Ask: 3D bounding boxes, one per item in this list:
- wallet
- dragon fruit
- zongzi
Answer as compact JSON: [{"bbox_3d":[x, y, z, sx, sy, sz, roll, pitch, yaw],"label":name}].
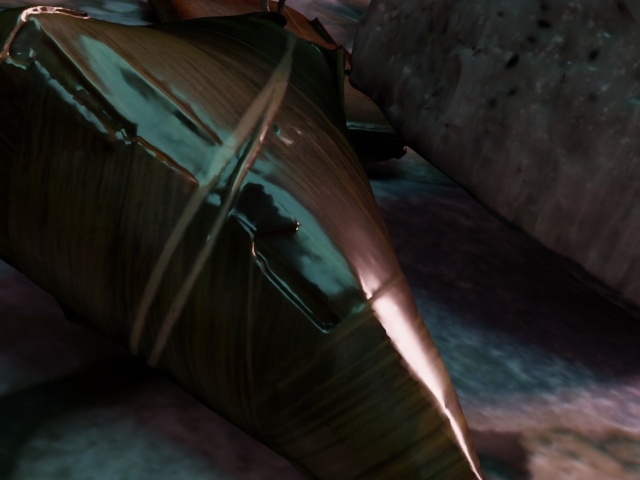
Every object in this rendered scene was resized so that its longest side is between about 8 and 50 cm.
[{"bbox_3d":[-0.033,-0.117,0.679,0.137,0.031,0.255,5,30,-23],"label":"wallet"},{"bbox_3d":[0.191,-0.094,0.523,0.283,0.221,0.204,9,28,-49],"label":"dragon fruit"},{"bbox_3d":[0.000,0.000,0.433,0.241,0.111,0.247,41,24,5],"label":"zongzi"}]
